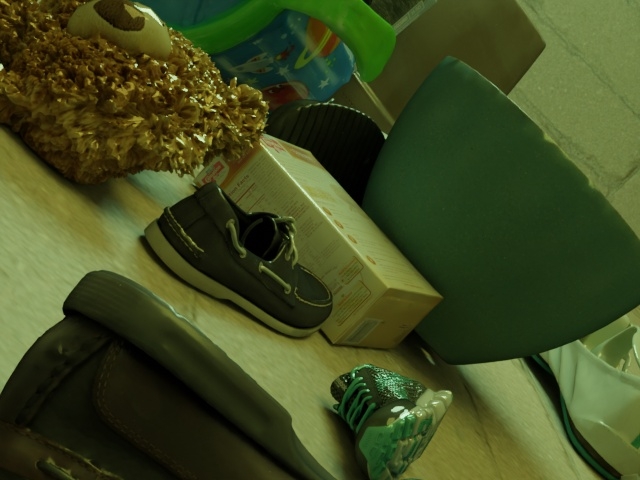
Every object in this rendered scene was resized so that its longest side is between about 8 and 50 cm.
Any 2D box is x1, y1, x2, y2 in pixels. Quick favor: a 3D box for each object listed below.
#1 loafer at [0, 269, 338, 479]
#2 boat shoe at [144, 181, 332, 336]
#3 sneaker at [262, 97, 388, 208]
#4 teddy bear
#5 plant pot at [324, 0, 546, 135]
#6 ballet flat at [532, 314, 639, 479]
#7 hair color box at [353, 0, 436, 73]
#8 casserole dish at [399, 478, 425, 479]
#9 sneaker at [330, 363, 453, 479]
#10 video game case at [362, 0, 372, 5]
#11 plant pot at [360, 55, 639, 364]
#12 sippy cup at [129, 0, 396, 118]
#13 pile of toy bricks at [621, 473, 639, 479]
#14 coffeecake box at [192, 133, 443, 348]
[{"bbox_3d":[-0.019,0.144,0.624,0.302,0.095,0.109,46,-20,-17],"label":"loafer"},{"bbox_3d":[-0.039,0.013,1.012,0.206,0.065,0.075,28,20,-54],"label":"boat shoe"},{"bbox_3d":[0.010,-0.076,1.437,0.146,0.122,0.330,30,3,32],"label":"sneaker"},{"bbox_3d":[-0.147,-0.137,1.056,0.245,0.113,0.338,43,11,7],"label":"teddy bear"},{"bbox_3d":[0.131,-0.250,1.883,0.323,0.280,0.323,51,10,-13],"label":"plant pot"},{"bbox_3d":[0.327,0.141,1.669,0.139,0.139,0.400,41,12,-17],"label":"ballet flat"},{"bbox_3d":[-0.051,-0.354,1.782,0.374,0.185,0.113,41,-11,39],"label":"hair color box"},{"bbox_3d":[0.096,0.199,0.899,0.114,0.037,0.188,52,13,31],"label":"casserole dish"},{"bbox_3d":[0.036,0.119,0.956,0.076,0.065,0.166,30,6,11],"label":"sneaker"},{"bbox_3d":[-0.076,-0.363,1.527,0.275,0.035,0.248,9,-33,7],"label":"video game case"},{"bbox_3d":[0.145,0.001,1.319,0.290,0.195,0.290,47,2,-2],"label":"plant pot"},{"bbox_3d":[-0.071,-0.246,1.479,0.224,0.240,0.305,48,17,-54],"label":"sippy cup"},{"bbox_3d":[0.361,0.296,1.356,0.212,0.118,0.105,44,40,-54],"label":"pile of toy bricks"},{"bbox_3d":[0.000,0.000,1.186,0.185,0.068,0.142,49,13,20],"label":"coffeecake box"}]
